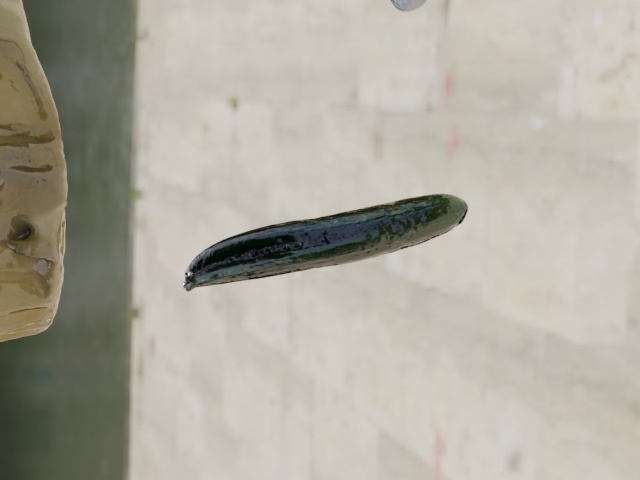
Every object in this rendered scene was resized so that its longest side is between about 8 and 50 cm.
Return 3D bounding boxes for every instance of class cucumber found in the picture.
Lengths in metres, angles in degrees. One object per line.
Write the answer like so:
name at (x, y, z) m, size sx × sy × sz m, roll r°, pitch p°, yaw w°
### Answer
cucumber at (0.000, 0.000, 1.130) m, size 0.036 × 0.184 × 0.033 m, roll 27°, pitch -127°, yaw -75°

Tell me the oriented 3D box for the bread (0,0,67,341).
bread at (-0.258, -0.112, 1.012) m, size 0.236 × 0.183 × 0.388 m, roll 113°, pitch 141°, yaw -64°

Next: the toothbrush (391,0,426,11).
toothbrush at (-0.015, -0.227, 0.824) m, size 0.025 × 0.019 × 0.275 m, roll -89°, pitch -27°, yaw -73°
